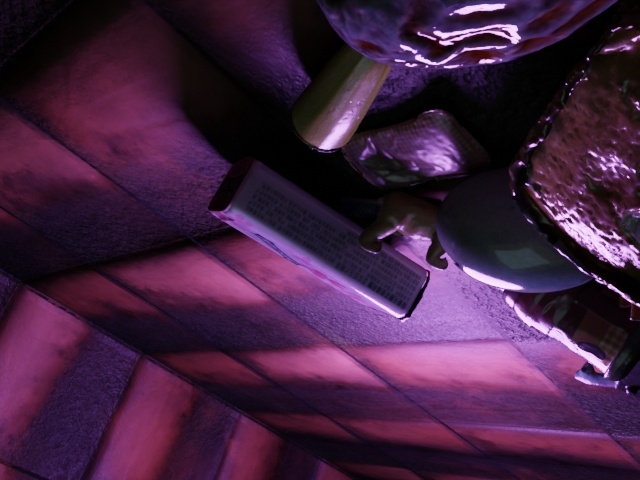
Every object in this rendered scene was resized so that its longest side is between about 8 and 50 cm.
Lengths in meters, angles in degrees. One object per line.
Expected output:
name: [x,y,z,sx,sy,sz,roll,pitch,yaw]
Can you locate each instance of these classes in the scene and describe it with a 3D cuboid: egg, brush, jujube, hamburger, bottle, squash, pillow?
egg: [0.272,-0.015,0.908,0.236,0.169,0.169,3,147,24]
brush: [0.113,-0.050,1.114,0.178,0.030,0.033,6,139,27]
jujube: [0.120,-0.259,0.544,0.246,0.215,0.308,33,151,-20]
hamburger: [0.337,-0.081,0.637,0.277,0.195,0.318,44,153,11]
bottle: [0.370,0.086,1.032,0.271,0.143,0.156,36,133,25]
squash: [0.045,-0.210,0.841,0.094,0.094,0.224,27,143,-11]
pillow: [0.130,-0.123,0.968,0.135,0.034,0.211,36,150,-32]

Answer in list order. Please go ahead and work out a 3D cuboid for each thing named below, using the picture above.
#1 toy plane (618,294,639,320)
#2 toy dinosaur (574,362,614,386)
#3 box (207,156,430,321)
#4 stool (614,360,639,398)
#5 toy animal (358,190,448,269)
toy plane: [0.528,0.025,0.871,0.326,0.223,0.104,-11,101,10]
toy dinosaur: [0.611,0.324,1.163,0.330,0.383,0.129,-11,113,25]
box: [0.000,0.000,1.153,0.369,0.112,0.190,31,175,-19]
stool: [0.586,0.182,1.078,0.232,0.141,0.232,17,152,9]
toy animal: [0.177,-0.024,1.043,0.218,0.103,0.101,15,120,10]
